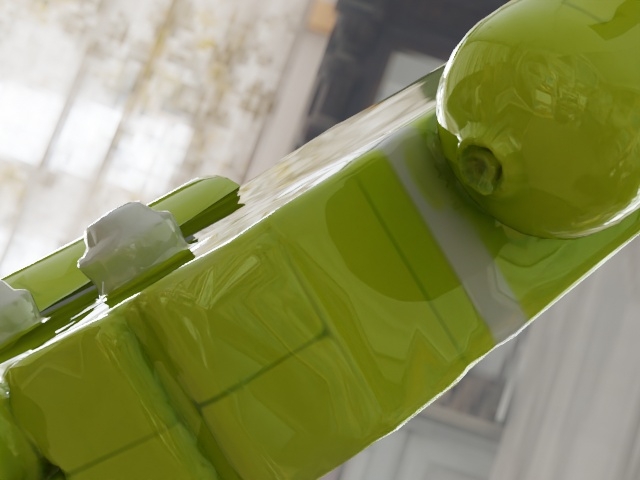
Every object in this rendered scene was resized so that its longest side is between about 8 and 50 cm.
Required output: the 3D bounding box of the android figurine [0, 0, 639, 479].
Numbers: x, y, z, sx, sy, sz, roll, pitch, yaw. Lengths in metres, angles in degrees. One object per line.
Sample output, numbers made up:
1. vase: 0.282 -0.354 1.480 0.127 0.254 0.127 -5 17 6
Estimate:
1. android figurine: 0.000 0.000 0.420 0.248 0.273 0.056 -24 -83 55
